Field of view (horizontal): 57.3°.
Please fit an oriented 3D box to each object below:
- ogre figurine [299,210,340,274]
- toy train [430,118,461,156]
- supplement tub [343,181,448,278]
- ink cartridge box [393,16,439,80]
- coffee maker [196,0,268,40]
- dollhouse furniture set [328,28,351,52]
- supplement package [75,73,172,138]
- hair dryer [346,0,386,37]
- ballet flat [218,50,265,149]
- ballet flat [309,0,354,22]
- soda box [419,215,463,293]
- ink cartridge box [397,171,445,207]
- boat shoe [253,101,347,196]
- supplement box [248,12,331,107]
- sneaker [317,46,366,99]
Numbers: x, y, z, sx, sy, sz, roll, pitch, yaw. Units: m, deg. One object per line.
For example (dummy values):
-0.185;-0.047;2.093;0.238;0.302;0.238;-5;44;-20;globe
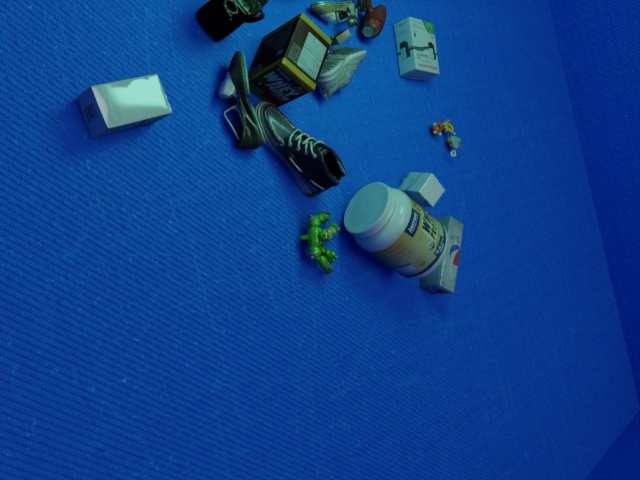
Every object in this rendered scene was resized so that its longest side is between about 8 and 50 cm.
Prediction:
0.000;0.000;1.820;0.118;0.097;0.196;18;86;-58;ogre figurine
0.499;-0.417;2.365;0.166;0.046;0.125;53;54;-18;toy train
0.252;-0.033;1.956;0.316;0.228;0.228;33;62;-34;supplement tub
0.374;-0.738;2.272;0.153;0.087;0.208;-6;88;-42;ink cartridge box
-0.260;-0.641;1.626;0.171;0.178;0.120;-31;102;-43;coffee maker
-0.003;-0.668;1.886;0.151;0.144;0.123;-35;110;-2;dollhouse furniture set
-0.477;-0.328;1.431;0.179;0.105;0.105;-28;101;-40;supplement package
0.177;-0.832;2.070;0.294;0.080;0.223;-9;105;-66;hair dryer
-0.234;-0.394;1.668;0.096;0.095;0.280;-15;96;-13;ballet flat
0.048;-0.779;2.001;0.206;0.073;0.067;-22;107;-40;ballet flat
0.461;0.056;2.217;0.091;0.098;0.286;29;64;-36;soda box
0.362;-0.187;2.147;0.092;0.143;0.089;44;75;-29;ink cartridge box
-0.054;-0.289;1.767;0.340;0.158;0.127;50;54;-24;boat shoe
-0.098;-0.529;1.744;0.129;0.191;0.194;34;61;-33;supplement box
0.062;-0.573;1.983;0.281;0.105;0.115;-45;142;-39;sneaker
